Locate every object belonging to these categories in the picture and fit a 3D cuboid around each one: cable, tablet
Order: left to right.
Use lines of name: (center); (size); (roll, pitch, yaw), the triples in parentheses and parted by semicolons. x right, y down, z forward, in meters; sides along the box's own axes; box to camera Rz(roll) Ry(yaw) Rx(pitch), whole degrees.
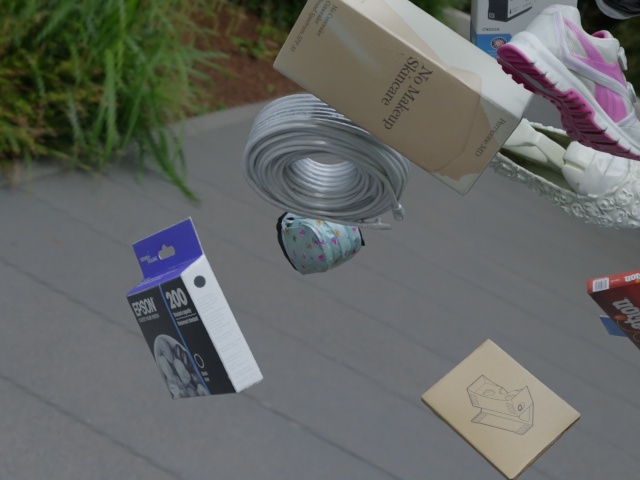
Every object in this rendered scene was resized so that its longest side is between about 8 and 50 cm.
cable: (0.010, -0.121, 1.598); (0.257, 0.257, 0.089); (7, 59, 5)
tablet: (0.679, 0.198, 2.430); (0.054, 0.006, 0.083); (59, -12, -7)

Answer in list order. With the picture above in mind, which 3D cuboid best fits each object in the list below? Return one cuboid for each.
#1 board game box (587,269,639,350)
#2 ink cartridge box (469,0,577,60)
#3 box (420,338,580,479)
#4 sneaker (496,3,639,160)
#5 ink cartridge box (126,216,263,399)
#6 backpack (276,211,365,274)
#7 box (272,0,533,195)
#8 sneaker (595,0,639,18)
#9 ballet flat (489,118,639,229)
board game box: (0.524, 0.120, 1.572); (0.145, 0.027, 0.281); (-14, -38, 35)
ink cartridge box: (0.452, -0.564, 2.334); (0.223, 0.308, 0.129); (-1, 32, 3)
box: (0.291, 0.271, 1.705); (0.164, 0.021, 0.201); (-37, 58, -20)
sneaker: (0.333, -0.188, 1.261); (0.252, 0.111, 0.103); (38, -5, -27)
ink cartridge box: (-0.169, 0.089, 1.271); (0.045, 0.208, 0.206); (-25, 2, -30)
backpack: (0.000, 0.000, 2.002); (0.182, 0.115, 0.152); (-8, -64, 57)
box: (0.112, -0.216, 1.390); (0.311, 0.148, 0.121); (33, 36, 2)
sneaker: (0.602, -0.438, 1.735); (0.268, 0.101, 0.153); (-12, -5, -6)
ballet flat: (0.416, -0.130, 1.805); (0.147, 0.147, 0.409); (9, 12, -41)
